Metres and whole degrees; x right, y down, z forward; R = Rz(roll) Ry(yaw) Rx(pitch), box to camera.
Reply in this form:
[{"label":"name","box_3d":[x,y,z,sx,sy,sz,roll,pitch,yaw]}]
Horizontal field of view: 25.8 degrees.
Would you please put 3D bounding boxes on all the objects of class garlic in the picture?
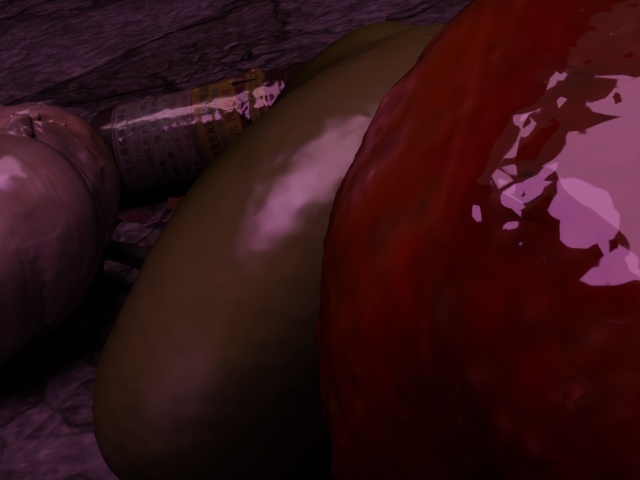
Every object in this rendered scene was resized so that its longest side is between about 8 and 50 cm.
[{"label":"garlic","box_3d":[-0.230,0.002,0.837,0.227,0.152,0.228,-7,18,2]}]

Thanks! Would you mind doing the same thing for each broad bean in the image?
[{"label":"broad bean","box_3d":[0.000,-0.001,0.640,0.238,0.119,0.291,-45,6,44]}]

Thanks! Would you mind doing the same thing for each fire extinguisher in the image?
[{"label":"fire extinguisher","box_3d":[-0.117,-0.062,1.056,0.252,0.106,0.075,-13,60,9]}]

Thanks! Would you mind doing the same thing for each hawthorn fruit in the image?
[{"label":"hawthorn fruit","box_3d":[0.121,0.031,0.430,0.258,0.258,0.262,-14,35,3]}]

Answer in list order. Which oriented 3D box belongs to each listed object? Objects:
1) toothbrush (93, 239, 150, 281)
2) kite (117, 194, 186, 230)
[{"label":"toothbrush","box_3d":[-0.066,0.026,0.838,0.297,0.031,0.030,9,14,43]},{"label":"kite","box_3d":[0.018,-0.014,0.872,0.360,0.022,0.204,4,23,38]}]
